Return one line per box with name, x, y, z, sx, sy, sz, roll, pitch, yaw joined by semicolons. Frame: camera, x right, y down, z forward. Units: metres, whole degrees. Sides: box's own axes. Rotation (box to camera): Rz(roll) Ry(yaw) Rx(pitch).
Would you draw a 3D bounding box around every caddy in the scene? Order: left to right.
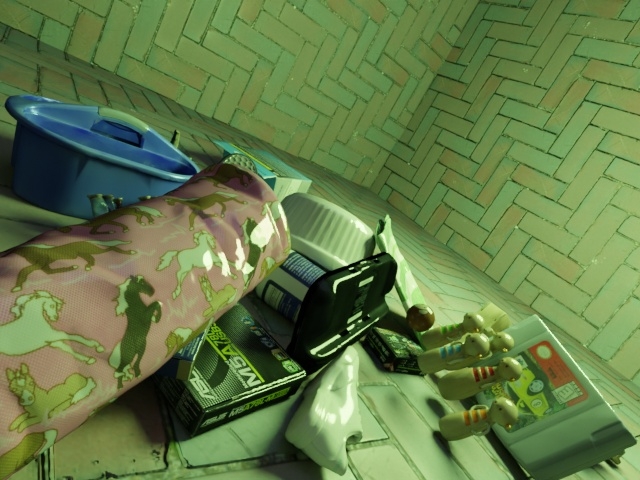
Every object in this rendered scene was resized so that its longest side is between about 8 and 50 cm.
caddy;-0.403;-0.160;0.796;0.341;0.179;0.241;15;21;-43

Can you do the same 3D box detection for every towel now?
towel;0.208;0.108;0.996;0.248;0.038;0.325;-51;118;-74

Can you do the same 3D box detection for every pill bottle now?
pill bottle;-0.056;0.082;0.786;0.186;0.112;0.112;34;16;13

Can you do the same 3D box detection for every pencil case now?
pencil case;-0.181;0.033;0.403;0.386;0.159;0.167;-36;107;-58

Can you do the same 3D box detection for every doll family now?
doll family;-0.309;-0.016;0.689;0.075;0.112;0.192;-4;1;34

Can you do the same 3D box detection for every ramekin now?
ramekin;0.000;0.000;0.939;0.272;0.127;0.273;27;-10;5

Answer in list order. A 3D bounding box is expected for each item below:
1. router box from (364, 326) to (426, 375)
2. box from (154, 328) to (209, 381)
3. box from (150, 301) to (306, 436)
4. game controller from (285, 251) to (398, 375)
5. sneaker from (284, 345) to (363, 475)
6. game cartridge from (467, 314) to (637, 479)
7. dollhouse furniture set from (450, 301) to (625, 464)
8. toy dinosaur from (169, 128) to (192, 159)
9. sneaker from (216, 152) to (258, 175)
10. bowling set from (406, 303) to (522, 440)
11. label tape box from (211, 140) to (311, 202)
router box;0.162;0.228;0.860;0.122;0.038;0.092;20;19;-35
box;-0.241;0.076;0.487;0.225;0.037;0.136;18;28;-7
box;-0.140;0.147;0.556;0.190;0.045;0.184;39;16;31
game controller;0.050;0.114;0.726;0.067;0.167;0.319;14;14;28
sneaker;0.026;0.229;0.574;0.094;0.080;0.212;43;23;3
game cartridge;0.401;0.289;0.797;0.060;0.196;0.294;46;16;-27
dollhouse furniture set;0.494;0.373;0.994;0.356;0.173;0.303;51;-2;-30
toy dinosaur;-0.393;-0.198;1.026;0.267;0.064;0.118;-7;-24;34
sneaker;-0.185;-0.031;0.727;0.086;0.227;0.163;22;-23;-22
bowling set;0.261;0.195;0.761;0.200;0.154;0.287;60;21;-8
label tape box;-0.219;-0.240;1.519;0.249;0.115;0.347;34;19;18
